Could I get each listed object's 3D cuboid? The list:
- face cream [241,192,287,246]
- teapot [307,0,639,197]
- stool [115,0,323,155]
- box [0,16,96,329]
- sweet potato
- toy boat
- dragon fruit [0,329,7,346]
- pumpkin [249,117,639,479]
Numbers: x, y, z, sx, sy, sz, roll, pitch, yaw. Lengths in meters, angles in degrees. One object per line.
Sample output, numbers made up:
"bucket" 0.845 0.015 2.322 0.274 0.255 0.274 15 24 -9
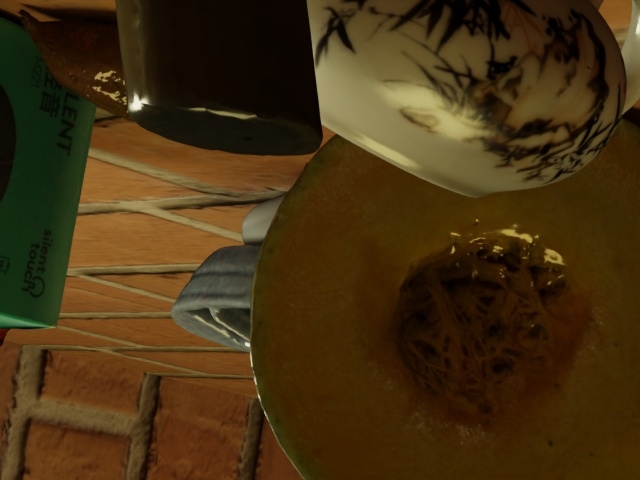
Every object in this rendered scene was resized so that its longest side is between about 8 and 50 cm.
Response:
"face cream" 0.000 0.000 1.772 0.144 0.071 0.291 19 167 -20
"teapot" 0.065 -0.112 0.946 0.299 0.166 0.208 5 -167 -46
"stool" -0.152 -0.162 0.566 0.310 0.226 0.310 3 169 35
"box" -0.297 -0.067 1.275 0.118 0.205 0.311 3 168 40
"sweet potato" -0.093 -0.105 1.289 0.226 0.068 0.068 9 170 -8
"toy boat" -0.042 0.060 1.746 0.127 0.078 0.283 31 163 -31
"dragon fruit" -0.330 -0.004 1.570 0.241 0.241 0.252 16 167 -39
"pumpkin" 0.110 0.058 1.374 0.332 0.332 0.199 9 176 -4
